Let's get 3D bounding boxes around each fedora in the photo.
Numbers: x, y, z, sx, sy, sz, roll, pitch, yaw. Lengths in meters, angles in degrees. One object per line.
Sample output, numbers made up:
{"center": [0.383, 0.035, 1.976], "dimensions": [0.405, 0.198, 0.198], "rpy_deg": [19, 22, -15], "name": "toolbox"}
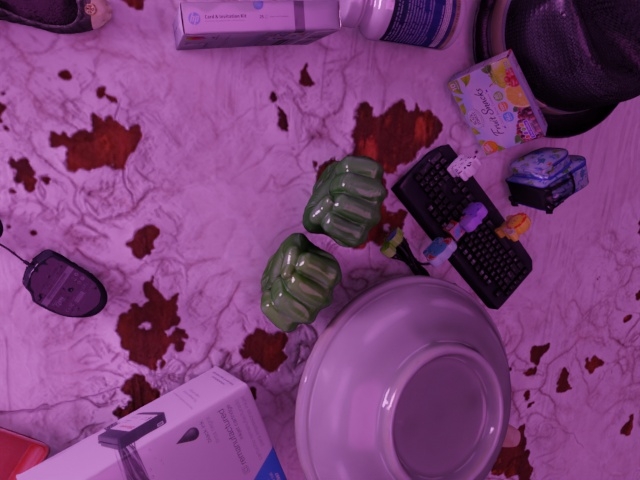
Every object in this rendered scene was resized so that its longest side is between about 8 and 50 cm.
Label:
{"center": [0.408, -0.313, 0.836], "dimensions": [0.334, 0.152, 0.333], "rpy_deg": [-5, 105, -18], "name": "fedora"}

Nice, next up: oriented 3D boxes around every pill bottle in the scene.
{"center": [0.109, -0.326, 0.762], "dimensions": [0.170, 0.094, 0.094], "rpy_deg": [1, 104, -19], "name": "pill bottle"}

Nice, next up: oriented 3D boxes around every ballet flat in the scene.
{"center": [-0.340, -0.280, 0.646], "dimensions": [0.173, 0.049, 0.057], "rpy_deg": [0, 105, -19], "name": "ballet flat"}

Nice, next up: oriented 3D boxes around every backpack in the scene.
{"center": [0.383, -0.109, 0.908], "dimensions": [0.114, 0.105, 0.084], "rpy_deg": [-26, 112, -16], "name": "backpack"}

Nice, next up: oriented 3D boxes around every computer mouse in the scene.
{"center": [-0.395, 0.025, 0.721], "dimensions": [0.242, 0.041, 0.071], "rpy_deg": [38, 81, -17], "name": "computer mouse"}

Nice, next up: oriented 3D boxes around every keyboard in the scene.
{"center": [0.229, 0.009, 0.928], "dimensions": [0.201, 0.033, 0.317], "rpy_deg": [-45, 112, -3], "name": "keyboard"}

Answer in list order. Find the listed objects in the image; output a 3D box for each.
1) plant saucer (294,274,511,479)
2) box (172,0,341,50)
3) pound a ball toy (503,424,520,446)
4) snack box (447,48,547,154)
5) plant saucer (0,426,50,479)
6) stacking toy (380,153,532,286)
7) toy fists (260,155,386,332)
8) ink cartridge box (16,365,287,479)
{"center": [0.161, 0.254, 0.808], "dimensions": [0.401, 0.101, 0.399], "rpy_deg": [-1, 92, -28], "name": "plant saucer"}
{"center": [-0.086, -0.270, 0.684], "dimensions": [0.186, 0.145, 0.038], "rpy_deg": [-9, 105, -16], "name": "box"}
{"center": [0.191, 0.359, 0.973], "dimensions": [0.319, 0.136, 0.208], "rpy_deg": [39, 64, -23], "name": "pound a ball toy"}
{"center": [0.277, -0.212, 0.849], "dimensions": [0.141, 0.100, 0.037], "rpy_deg": [53, 46, -22], "name": "snack box"}
{"center": [-0.553, 0.330, 0.739], "dimensions": [0.259, 0.048, 0.259], "rpy_deg": [32, 93, -23], "name": "plant saucer"}
{"center": [0.219, -0.008, 0.876], "dimensions": [0.221, 0.052, 0.167], "rpy_deg": [-47, 113, -2], "name": "stacking toy"}
{"center": [0.000, 0.000, 0.787], "dimensions": [0.096, 0.142, 0.279], "rpy_deg": [31, 92, -23], "name": "toy fists"}
{"center": [-0.218, 0.356, 0.759], "dimensions": [0.308, 0.129, 0.223], "rpy_deg": [-26, 104, -28], "name": "ink cartridge box"}
